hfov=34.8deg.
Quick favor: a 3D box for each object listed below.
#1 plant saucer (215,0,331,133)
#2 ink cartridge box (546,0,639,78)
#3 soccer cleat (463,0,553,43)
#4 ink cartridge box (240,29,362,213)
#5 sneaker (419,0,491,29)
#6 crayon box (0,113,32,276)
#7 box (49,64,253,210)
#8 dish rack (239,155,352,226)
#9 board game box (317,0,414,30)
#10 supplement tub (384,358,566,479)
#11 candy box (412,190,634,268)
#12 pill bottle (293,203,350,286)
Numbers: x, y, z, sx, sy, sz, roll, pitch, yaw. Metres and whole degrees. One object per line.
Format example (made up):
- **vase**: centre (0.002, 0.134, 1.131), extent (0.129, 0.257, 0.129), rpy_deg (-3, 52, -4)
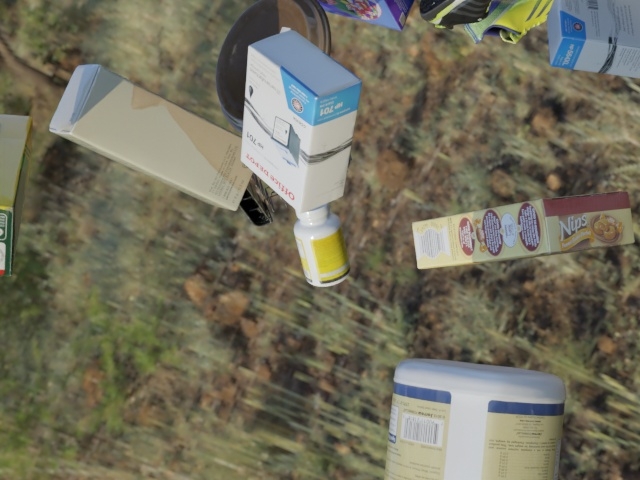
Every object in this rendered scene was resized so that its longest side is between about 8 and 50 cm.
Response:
- **plant saucer**: centre (-0.096, -0.323, 1.835), extent (0.278, 0.041, 0.277), rpy_deg (-14, 69, 39)
- **ink cartridge box**: centre (0.552, -0.401, 1.978), extent (0.086, 0.203, 0.148), rpy_deg (102, 176, -53)
- **soccer cleat**: centre (0.451, -0.507, 2.345), extent (0.093, 0.289, 0.121), rpy_deg (-37, 68, 63)
- **ink cartridge box**: centre (-0.029, -0.154, 1.332), extent (0.140, 0.082, 0.190), rpy_deg (41, 140, 31)
- **sneaker**: centre (0.286, -0.453, 1.870), extent (0.235, 0.097, 0.084), rpy_deg (-16, 57, 50)
- **crayon box**: centre (-0.566, -0.077, 1.301), extent (0.313, 0.363, 0.106), rpy_deg (-112, 29, -62)
- **box**: centre (-0.271, -0.168, 1.689), extent (0.148, 0.311, 0.121), rpy_deg (17, 83, 60)
- **dish rack**: centre (-0.063, -0.150, 2.271), extent (0.272, 0.208, 0.074), rpy_deg (-22, 59, 7)
- **board game box**: centre (0.023, -0.533, 1.945), extent (0.078, 0.233, 0.347), rpy_deg (-68, -22, -7)
- **supplement tub**: centre (0.196, 0.323, 1.345), extent (0.228, 0.228, 0.316), rpy_deg (176, 101, -71)
- **candy box**: centre (0.314, -0.014, 1.626), extent (0.316, 0.183, 0.087), rpy_deg (-9, 88, 58)
- **pill bottle**: centre (0.000, 0.000, 2.205), extent (0.103, 0.103, 0.184), rpy_deg (-98, -4, -62)
